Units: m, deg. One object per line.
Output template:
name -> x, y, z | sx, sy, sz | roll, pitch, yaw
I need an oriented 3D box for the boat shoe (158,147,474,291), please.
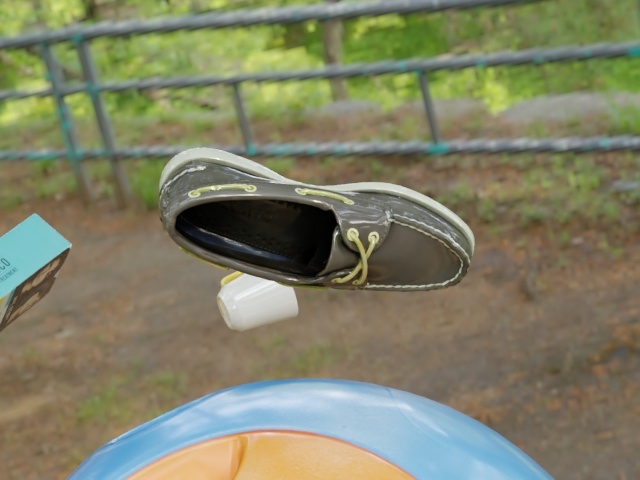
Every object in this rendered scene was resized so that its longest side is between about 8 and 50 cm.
boat shoe -> 0.000, 0.000, 1.043 | 0.227, 0.081, 0.069 | 12, 28, -10

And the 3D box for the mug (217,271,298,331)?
mug -> -0.065, 0.057, 1.453 | 0.064, 0.062, 0.078 | -23, 0, -16

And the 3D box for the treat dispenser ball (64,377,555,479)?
treat dispenser ball -> -0.004, 0.200, 0.619 | 0.288, 0.288, 0.288 | -14, 15, 4

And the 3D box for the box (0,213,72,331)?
box -> -0.384, 0.073, 1.682 | 0.244, 0.060, 0.100 | -43, -10, -47
